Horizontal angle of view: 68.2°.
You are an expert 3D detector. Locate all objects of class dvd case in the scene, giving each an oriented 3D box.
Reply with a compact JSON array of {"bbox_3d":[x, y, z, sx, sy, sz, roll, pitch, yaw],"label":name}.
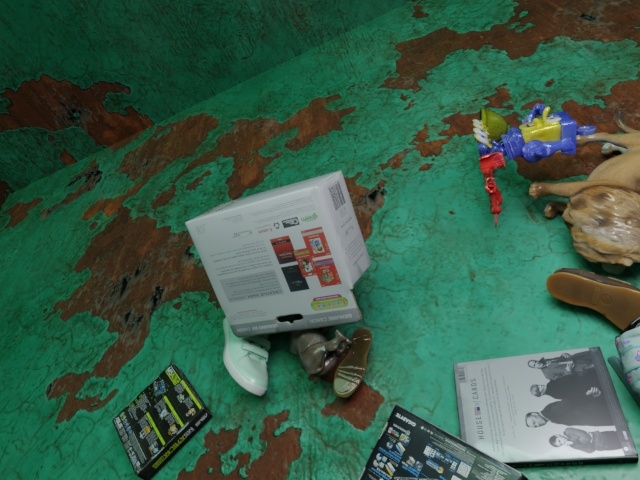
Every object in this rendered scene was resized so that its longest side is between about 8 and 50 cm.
[{"bbox_3d":[0.343,0.267,0.759,0.239,0.029,0.179,-13,43,21],"label":"dvd case"}]

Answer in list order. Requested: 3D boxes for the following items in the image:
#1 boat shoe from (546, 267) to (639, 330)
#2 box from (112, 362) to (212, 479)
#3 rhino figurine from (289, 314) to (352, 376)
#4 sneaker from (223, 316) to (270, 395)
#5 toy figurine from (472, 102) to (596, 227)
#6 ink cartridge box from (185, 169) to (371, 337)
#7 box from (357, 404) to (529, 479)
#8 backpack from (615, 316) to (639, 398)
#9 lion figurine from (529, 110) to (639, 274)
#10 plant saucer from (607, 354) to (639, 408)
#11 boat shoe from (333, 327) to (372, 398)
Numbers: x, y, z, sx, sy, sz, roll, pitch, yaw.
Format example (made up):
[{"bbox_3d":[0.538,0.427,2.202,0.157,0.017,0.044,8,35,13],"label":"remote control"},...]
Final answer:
[{"bbox_3d":[0.499,0.098,0.804,0.073,0.073,0.207,-9,29,-41],"label":"boat shoe"},{"bbox_3d":[-0.357,0.396,1.055,0.184,0.045,0.191,-43,40,-17],"label":"box"},{"bbox_3d":[-0.020,0.201,0.990,0.106,0.073,0.243,-48,22,-4],"label":"rhino figurine"},{"bbox_3d":[-0.138,0.207,1.045,0.151,0.094,0.256,-47,35,12],"label":"sneaker"},{"bbox_3d":[0.445,-0.190,0.980,0.217,0.191,0.362,-12,20,22],"label":"toy figurine"},{"bbox_3d":[-0.074,0.037,0.955,0.309,0.271,0.130,-11,16,27],"label":"ink cartridge box"},{"bbox_3d":[0.170,0.378,0.710,0.220,0.051,0.175,16,70,42],"label":"box"},{"bbox_3d":[0.518,0.160,0.654,0.182,0.152,0.115,-7,49,15],"label":"backpack"},{"bbox_3d":[0.582,-0.120,0.912,0.392,0.142,0.240,-51,29,-11],"label":"lion figurine"},{"bbox_3d":[0.507,0.239,0.693,0.067,0.018,0.192,-22,39,11],"label":"plant saucer"},{"bbox_3d":[0.068,0.248,0.937,0.056,0.049,0.152,15,51,19],"label":"boat shoe"}]
